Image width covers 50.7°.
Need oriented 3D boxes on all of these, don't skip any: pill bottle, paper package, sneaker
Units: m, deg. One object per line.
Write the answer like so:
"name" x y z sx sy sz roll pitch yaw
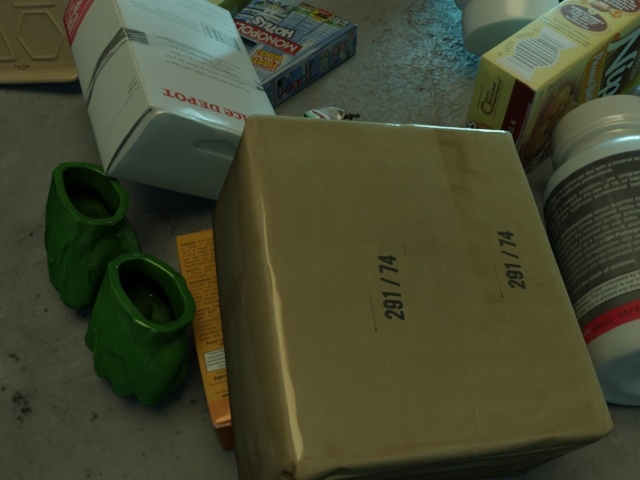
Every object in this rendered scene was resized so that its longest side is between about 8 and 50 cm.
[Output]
"pill bottle" 0.341 0.000 0.731 0.176 0.176 0.318 0 55 1
"paper package" 0.067 0.063 0.639 0.310 0.168 0.324 0 60 -21
"sneaker" 0.027 -0.155 0.926 0.069 0.038 0.098 -24 59 -14
"pill bottle" 0.269 -0.426 0.982 0.161 0.161 0.283 0 83 1

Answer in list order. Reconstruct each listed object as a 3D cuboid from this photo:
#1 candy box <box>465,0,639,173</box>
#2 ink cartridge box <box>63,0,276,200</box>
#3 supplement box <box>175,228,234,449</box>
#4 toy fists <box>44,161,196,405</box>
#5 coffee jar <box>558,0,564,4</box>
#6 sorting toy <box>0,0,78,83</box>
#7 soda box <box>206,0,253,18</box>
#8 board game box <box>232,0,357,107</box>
"candy box" 0.327 -0.221 0.879 0.316 0.183 0.087 -35 63 -21
"ink cartridge box" -0.184 -0.196 0.845 0.207 0.117 0.283 11 45 -44
"supplement box" -0.098 0.097 0.730 0.080 0.078 0.233 -15 57 -10
"toy fists" -0.223 0.047 0.732 0.096 0.142 0.279 -11 51 -43
"coffee jar" 0.390 -0.403 1.068 0.184 0.079 0.096 32 62 21
"sorting toy" -0.442 -0.333 0.970 0.193 0.208 0.038 1 19 11
"soda box" -0.186 -0.349 1.052 0.061 0.058 0.181 33 61 21
"board game box" -0.078 -0.279 1.001 0.194 0.060 0.194 27 59 18
